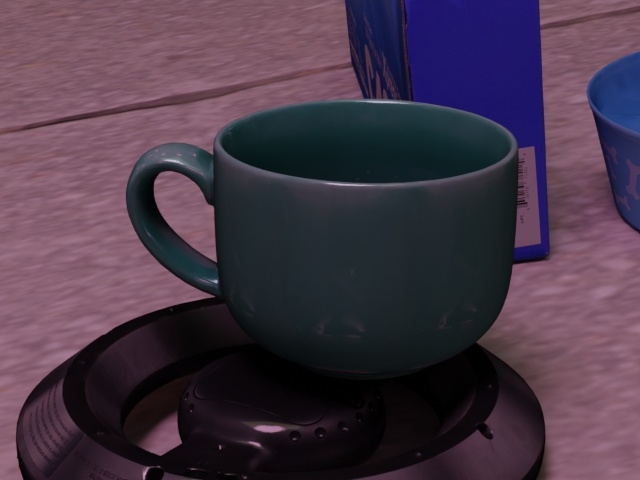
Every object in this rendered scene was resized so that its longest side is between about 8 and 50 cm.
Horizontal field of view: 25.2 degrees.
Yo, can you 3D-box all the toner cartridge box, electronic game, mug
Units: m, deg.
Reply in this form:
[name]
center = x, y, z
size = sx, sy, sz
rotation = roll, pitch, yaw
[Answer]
[toner cartridge box]
center = 0.067, -0.133, 0.901
size = 0.075, 0.165, 0.348
rotation = -7, 26, -3
[electronic game]
center = -0.017, 0.079, 0.626
size = 0.229, 0.048, 0.229
rotation = 1, 21, 0
[mug]
center = 0.009, -0.001, 0.631
size = 0.157, 0.097, 0.129
rotation = 17, 27, 38

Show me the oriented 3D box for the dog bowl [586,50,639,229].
[dog bowl]
center = 0.295, -0.072, 0.836
size = 0.297, 0.074, 0.166
rotation = -18, 29, -21
